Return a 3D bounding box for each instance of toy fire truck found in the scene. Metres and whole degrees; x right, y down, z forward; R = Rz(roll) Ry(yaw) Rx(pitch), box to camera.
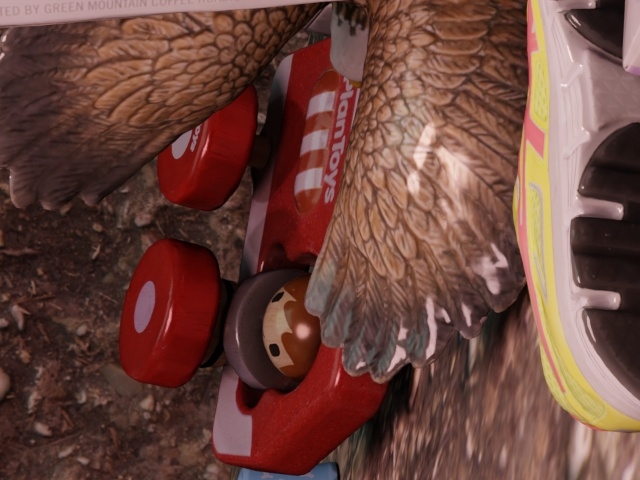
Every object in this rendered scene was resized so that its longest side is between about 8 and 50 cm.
[{"bbox_3d":[0.000,0.000,1.048,0.254,0.169,0.302,-13,64,64],"label":"toy fire truck"}]

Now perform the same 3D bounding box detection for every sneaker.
[{"bbox_3d":[0.089,-0.039,0.471,0.094,0.081,0.208,108,172,-67],"label":"sneaker"}]

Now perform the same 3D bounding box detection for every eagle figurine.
[{"bbox_3d":[0.018,-0.114,0.756,0.298,0.226,0.225,-62,-40,-29],"label":"eagle figurine"}]

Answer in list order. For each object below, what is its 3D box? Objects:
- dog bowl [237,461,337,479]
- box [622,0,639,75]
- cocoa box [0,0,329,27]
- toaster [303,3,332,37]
[{"bbox_3d":[-0.054,0.305,1.287,0.166,0.074,0.297,-87,11,-64],"label":"dog bowl"},{"bbox_3d":[0.128,-0.182,0.457,0.063,0.067,0.324,107,172,-57],"label":"box"},{"bbox_3d":[-0.054,-0.274,0.566,0.228,0.231,0.347,97,161,-47],"label":"cocoa box"},{"bbox_3d":[0.049,-0.251,1.185,0.146,0.129,0.227,-153,78,-81],"label":"toaster"}]
